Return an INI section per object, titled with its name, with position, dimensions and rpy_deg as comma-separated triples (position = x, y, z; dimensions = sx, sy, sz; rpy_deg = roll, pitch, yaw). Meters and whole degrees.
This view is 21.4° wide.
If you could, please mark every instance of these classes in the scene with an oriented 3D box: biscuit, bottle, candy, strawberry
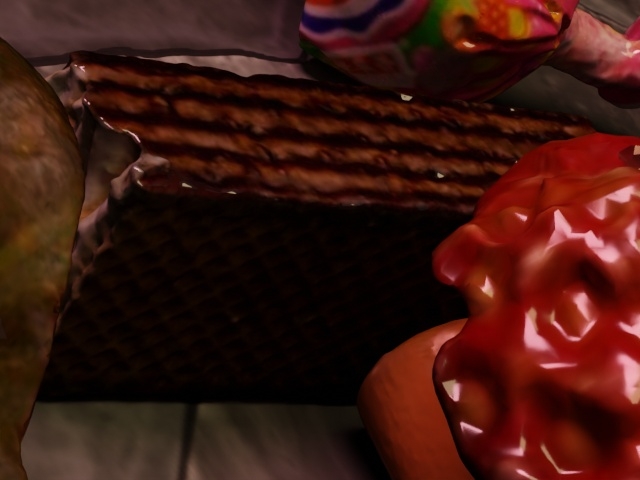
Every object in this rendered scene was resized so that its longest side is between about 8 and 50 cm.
[biscuit]
position = 0.000, 0.000, 0.612
dimensions = 0.252, 0.106, 0.070
rpy_deg = 5, 44, -35
[bottle]
position = 0.078, 0.116, 0.574
dimensions = 0.069, 0.069, 0.187
rpy_deg = 1, 50, -37
[candy]
position = 0.153, -0.080, 0.850
dimensions = 0.365, 0.124, 0.124
rpy_deg = 24, 36, -31
[strawberry]
position = 0.175, 0.104, 0.508
dimensions = 0.336, 0.149, 0.265
rpy_deg = 55, 26, -6

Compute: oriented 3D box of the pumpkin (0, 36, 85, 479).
[pumpkin]
position = -0.155, 0.056, 0.385
dimensions = 0.258, 0.095, 0.290
rpy_deg = 7, 62, -38
